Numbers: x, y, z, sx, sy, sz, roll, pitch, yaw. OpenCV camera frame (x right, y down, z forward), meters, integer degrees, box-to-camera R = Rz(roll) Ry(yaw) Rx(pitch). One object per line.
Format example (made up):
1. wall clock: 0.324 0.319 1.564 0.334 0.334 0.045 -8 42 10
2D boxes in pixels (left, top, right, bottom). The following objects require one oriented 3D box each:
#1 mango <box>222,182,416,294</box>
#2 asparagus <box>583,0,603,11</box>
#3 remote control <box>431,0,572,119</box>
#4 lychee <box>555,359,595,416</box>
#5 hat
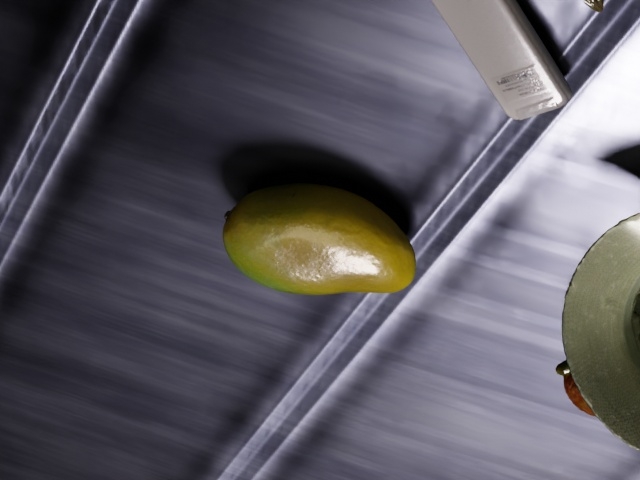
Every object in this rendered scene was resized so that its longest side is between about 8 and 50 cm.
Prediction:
1. mango: -0.002 -0.003 1.835 0.191 0.085 0.122 0 125 7
2. asparagus: 0.154 -0.266 1.529 0.236 0.027 0.034 35 116 -18
3. remote control: 0.133 -0.209 1.603 0.067 0.029 0.261 -16 126 33
4. lychee: 0.286 0.120 1.836 0.140 0.101 0.114 42 152 -22
5. hat: 0.361 0.075 1.723 0.257 0.130 0.257 3 100 20
